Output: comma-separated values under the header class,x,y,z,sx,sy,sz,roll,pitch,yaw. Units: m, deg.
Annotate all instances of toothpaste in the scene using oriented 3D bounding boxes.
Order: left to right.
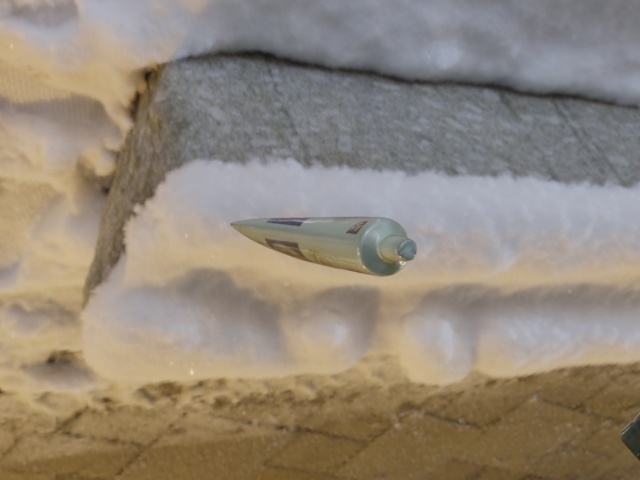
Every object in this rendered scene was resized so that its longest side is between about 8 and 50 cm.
class,x,y,z,sx,sy,sz,roll,pitch,yaw
toothpaste,0.000,0.000,0.615,0.060,0.233,0.038,16,85,-27

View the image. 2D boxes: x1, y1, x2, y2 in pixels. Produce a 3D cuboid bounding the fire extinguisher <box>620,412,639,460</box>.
class,x,y,z,sx,sy,sz,roll,pitch,yaw
fire extinguisher,0.528,0.173,1.109,0.095,0.114,0.311,41,103,-3
